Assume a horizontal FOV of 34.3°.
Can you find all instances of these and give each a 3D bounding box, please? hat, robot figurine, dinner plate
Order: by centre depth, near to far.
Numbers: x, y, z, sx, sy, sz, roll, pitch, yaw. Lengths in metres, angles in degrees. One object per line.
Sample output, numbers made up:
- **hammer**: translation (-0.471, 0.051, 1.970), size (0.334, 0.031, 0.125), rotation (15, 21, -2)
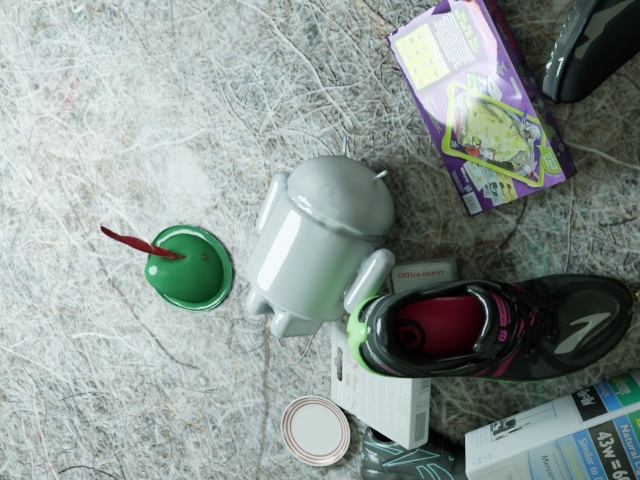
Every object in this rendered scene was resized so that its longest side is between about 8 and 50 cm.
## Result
- **robot figurine**: translation (0.000, 0.000, 1.810), size (0.300, 0.200, 0.353), rotation (39, 112, 29)
- **hat**: translation (-0.295, 0.066, 1.935), size (0.208, 0.183, 0.173), rotation (22, 108, 14)
- **dinner plate**: translation (-0.009, 0.363, 1.985), size (0.141, 0.017, 0.141), rotation (4, 103, 18)

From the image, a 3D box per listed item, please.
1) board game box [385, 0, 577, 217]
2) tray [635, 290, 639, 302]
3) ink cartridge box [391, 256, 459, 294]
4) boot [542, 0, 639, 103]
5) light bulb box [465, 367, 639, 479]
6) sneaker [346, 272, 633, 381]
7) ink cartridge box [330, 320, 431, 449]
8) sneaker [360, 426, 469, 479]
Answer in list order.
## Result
- **board game box**: translation (0.261, -0.228, 1.716), size (0.208, 0.056, 0.347), rotation (-22, 94, 49)
- **tray**: translation (0.678, 0.224, 1.611), size (0.203, 0.076, 0.411), rotation (-29, 69, 22)
- **ink cartridge box**: translation (0.193, 0.108, 1.838), size (0.109, 0.063, 0.150), rotation (-6, 99, 21)
- **boot**: translation (0.603, -0.284, 1.543), size (0.445, 0.146, 0.367), rotation (31, 108, 18)
- **light bulb box**: translation (0.466, 0.437, 1.686), size (0.361, 0.225, 0.358), rotation (-23, 93, 9)
- **sneaker**: translation (0.290, 0.147, 1.675), size (0.483, 0.202, 0.185), rotation (-8, 84, -10)
- **ink cartridge box**: translation (0.106, 0.248, 1.872), size (0.224, 0.056, 0.181), rotation (25, 121, 50)
- **sneaker**: translation (0.197, 0.391, 1.875), size (0.267, 0.101, 0.106), rotation (-2, 95, 18)
